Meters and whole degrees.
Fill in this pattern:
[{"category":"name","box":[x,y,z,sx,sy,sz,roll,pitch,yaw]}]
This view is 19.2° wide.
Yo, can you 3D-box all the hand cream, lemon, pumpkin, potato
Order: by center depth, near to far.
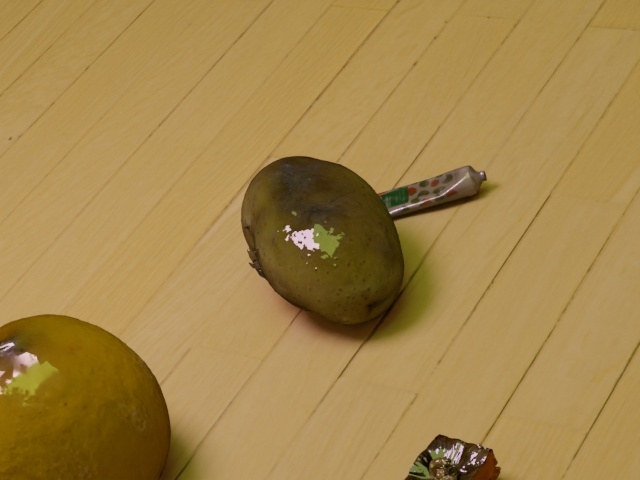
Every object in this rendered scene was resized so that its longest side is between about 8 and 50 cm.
[{"category":"pumpkin","box":[0.125,0.232,1.861,0.074,0.054,0.083,11,49,39]},{"category":"lemon","box":[-0.285,0.183,1.954,0.240,0.219,0.240,-14,38,11]},{"category":"potato","box":[0.000,0.000,2.148,0.169,0.143,0.248,-23,45,-14]},{"category":"hand cream","box":[0.119,-0.054,2.264,0.165,0.037,0.057,-16,35,12]}]
